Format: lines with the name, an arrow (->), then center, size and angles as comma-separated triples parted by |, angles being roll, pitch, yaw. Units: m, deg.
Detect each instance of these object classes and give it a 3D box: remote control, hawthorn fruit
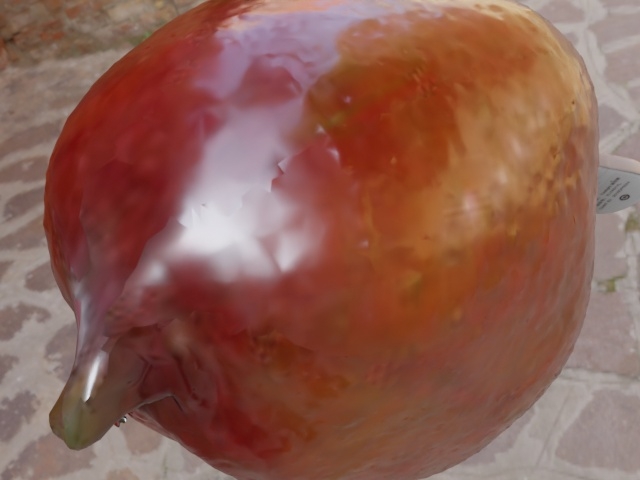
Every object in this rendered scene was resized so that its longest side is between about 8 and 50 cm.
remote control -> 0.210, -0.064, 0.794 | 0.245, 0.077, 0.022 | 7, 58, -17
hawthorn fruit -> 0.005, -0.012, 0.446 | 0.295, 0.311, 0.295 | -10, 73, 36
